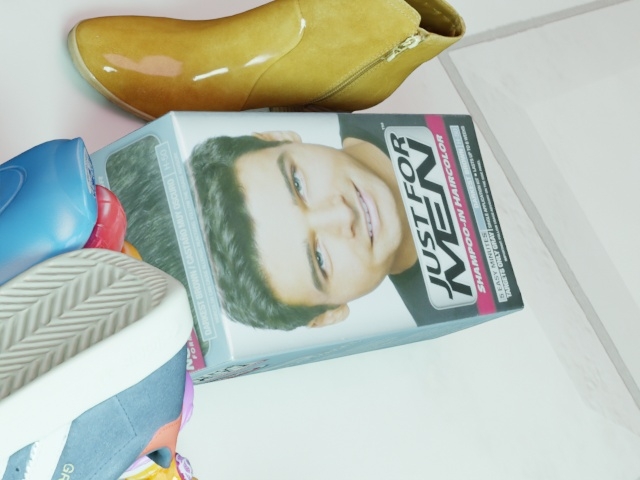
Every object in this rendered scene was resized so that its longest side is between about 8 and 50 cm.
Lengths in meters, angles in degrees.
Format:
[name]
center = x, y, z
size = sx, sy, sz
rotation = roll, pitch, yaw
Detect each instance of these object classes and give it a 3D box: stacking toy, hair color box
[stacking toy]
center = -0.149, 0.097, 0.941
size = 0.302, 0.166, 0.175
rotation = 59, 4, -26
[hair color box]
center = 0.000, 0.000, 1.159
size = 0.374, 0.114, 0.185
rotation = -6, 78, -49

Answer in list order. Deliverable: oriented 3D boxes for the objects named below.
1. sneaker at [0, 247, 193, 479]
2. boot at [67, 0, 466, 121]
[sneaker]
center = -0.207, 0.136, 0.729
size = 0.350, 0.131, 0.148
rotation = -24, 127, -33
[boot]
center = -0.037, -0.177, 1.183
size = 0.295, 0.211, 0.104
rotation = 10, 57, -43
